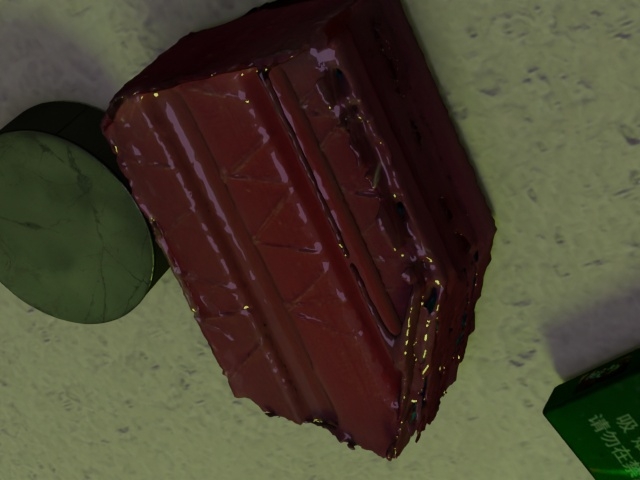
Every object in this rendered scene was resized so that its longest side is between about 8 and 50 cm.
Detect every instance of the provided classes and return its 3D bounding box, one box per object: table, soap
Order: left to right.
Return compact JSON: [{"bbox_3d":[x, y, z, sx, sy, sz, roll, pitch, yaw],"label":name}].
[{"bbox_3d":[-0.150,-0.016,1.027,0.133,0.043,0.133,13,126,19],"label":"table"},{"bbox_3d":[0.000,0.000,0.923,0.162,0.099,0.250,-10,115,32],"label":"soap"}]

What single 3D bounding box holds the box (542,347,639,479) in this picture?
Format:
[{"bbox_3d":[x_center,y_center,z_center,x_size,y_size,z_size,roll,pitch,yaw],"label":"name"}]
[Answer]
[{"bbox_3d":[0.247,0.091,0.896,0.235,0.034,0.132,-30,104,37],"label":"box"}]
